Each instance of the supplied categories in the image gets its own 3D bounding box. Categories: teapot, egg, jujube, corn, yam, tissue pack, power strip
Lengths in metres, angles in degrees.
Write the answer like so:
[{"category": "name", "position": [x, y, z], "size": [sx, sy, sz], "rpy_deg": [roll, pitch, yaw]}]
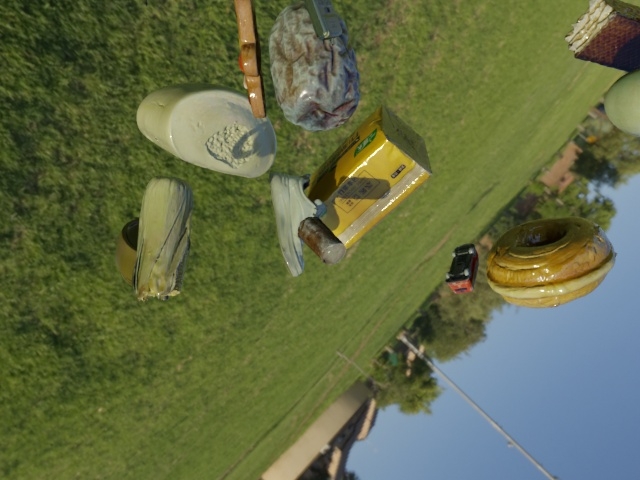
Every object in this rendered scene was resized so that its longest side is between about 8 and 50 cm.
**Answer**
[{"category": "teapot", "position": [-0.462, 0.049, 1.445], "size": [0.185, 0.268, 0.175], "rpy_deg": [-4, 131, -42]}, {"category": "egg", "position": [0.540, -0.227, 0.883], "size": [0.114, 0.114, 0.152], "rpy_deg": [-47, -150, 0]}, {"category": "jujube", "position": [-0.016, -0.439, 1.349], "size": [0.226, 0.317, 0.226], "rpy_deg": [-8, 164, -2]}, {"category": "corn", "position": [-0.376, -0.003, 1.285], "size": [0.122, 0.123, 0.305], "rpy_deg": [154, -59, -71]}, {"category": "yam", "position": [0.000, -0.001, 1.400], "size": [0.079, 0.141, 0.079], "rpy_deg": [-21, 135, -23]}, {"category": "tissue pack", "position": [0.142, -0.203, 1.722], "size": [0.382, 0.228, 0.293], "rpy_deg": [-42, -159, 27]}, {"category": "power strip", "position": [-0.002, -0.468, 1.057], "size": [0.028, 0.169, 0.076], "rpy_deg": [-13, -165, 34]}]

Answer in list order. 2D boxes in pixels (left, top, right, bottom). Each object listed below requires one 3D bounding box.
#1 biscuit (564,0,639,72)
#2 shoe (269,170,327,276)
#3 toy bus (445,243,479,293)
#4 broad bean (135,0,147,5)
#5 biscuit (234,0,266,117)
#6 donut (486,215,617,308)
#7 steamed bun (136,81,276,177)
[{"category": "biscuit", "position": [0.611, -0.402, 1.065], "size": [0.252, 0.070, 0.106], "rpy_deg": [5, 145, -22]}, {"category": "shoe", "position": [-0.053, -0.060, 1.544], "size": [0.159, 0.316, 0.124], "rpy_deg": [-12, 169, -6]}, {"category": "toy bus", "position": [0.455, 0.089, 1.701], "size": [0.079, 0.077, 0.174], "rpy_deg": [-15, -149, 36]}, {"category": "broad bean", "position": [-0.467, -0.748, 1.324], "size": [0.098, 0.318, 0.056], "rpy_deg": [-16, -163, -17]}, {"category": "biscuit", "position": [-0.119, -0.322, 0.882], "size": [0.165, 0.036, 0.250], "rpy_deg": [-95, -179, -57]}, {"category": "donut", "position": [0.773, 0.063, 1.829], "size": [0.449, 0.198, 0.449], "rpy_deg": [-20, -162, 7]}, {"category": "steamed bun", "position": [-0.403, -0.432, 1.984], "size": [0.456, 0.371, 0.290], "rpy_deg": [10, 105, -41]}]
